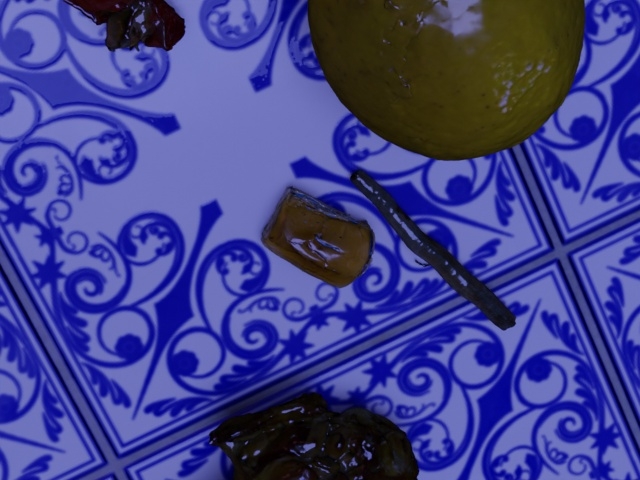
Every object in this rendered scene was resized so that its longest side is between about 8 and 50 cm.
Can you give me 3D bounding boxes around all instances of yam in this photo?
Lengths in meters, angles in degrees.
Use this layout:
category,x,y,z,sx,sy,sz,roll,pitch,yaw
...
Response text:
category,x,y,z,sx,sy,sz,roll,pitch,yaw
yam,0.110,0.012,1.925,0.234,0.029,0.027,43,70,-19

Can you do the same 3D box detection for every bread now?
category,x,y,z,sx,sy,sz,roll,pitch,yaw
bread,0.000,0.000,1.885,0.106,0.053,0.072,28,98,-12

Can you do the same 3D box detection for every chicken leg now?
category,x,y,z,sx,sy,sz,roll,pitch,yaw
chicken leg,-0.075,0.266,1.916,0.361,0.140,0.211,-19,119,-7

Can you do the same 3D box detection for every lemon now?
category,x,y,z,sx,sy,sz,roll,pitch,yaw
lemon,0.113,-0.211,1.719,0.253,0.253,0.310,-21,138,-2

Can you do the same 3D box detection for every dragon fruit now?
category,x,y,z,sx,sy,sz,roll,pitch,yaw
dragon fruit,-0.202,-0.244,1.771,0.092,0.122,0.192,-24,122,42
